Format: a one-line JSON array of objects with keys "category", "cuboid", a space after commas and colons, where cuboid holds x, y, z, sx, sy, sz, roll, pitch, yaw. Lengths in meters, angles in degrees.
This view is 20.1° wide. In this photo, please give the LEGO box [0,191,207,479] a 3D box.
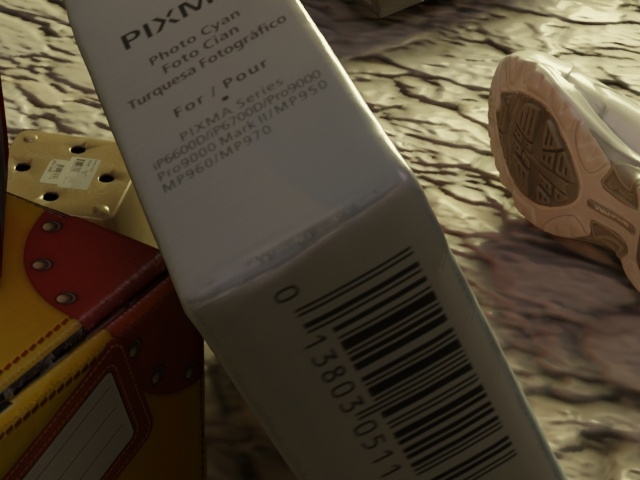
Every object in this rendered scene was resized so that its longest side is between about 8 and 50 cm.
[{"category": "LEGO box", "cuboid": [-0.335, 0.140, 0.676, 0.373, 0.193, 0.500, 21, 40, 26]}]

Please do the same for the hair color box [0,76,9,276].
[{"category": "hair color box", "cuboid": [-0.209, -0.026, 0.702, 0.167, 0.053, 0.093, -4, 36, -5]}]

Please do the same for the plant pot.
[{"category": "plant pot", "cuboid": [-0.134, 0.003, 0.962, 0.109, 0.096, 0.109, 7, 36, 9]}]

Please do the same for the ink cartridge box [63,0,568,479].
[{"category": "ink cartridge box", "cuboid": [0.000, 0.000, 0.785, 0.091, 0.308, 0.385, -28, 39, 3]}]

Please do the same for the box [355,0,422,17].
[{"category": "box", "cuboid": [0.048, -0.261, 1.361, 0.183, 0.056, 0.231, -24, 40, -26]}]

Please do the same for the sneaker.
[{"category": "sneaker", "cuboid": [0.193, -0.038, 1.056, 0.115, 0.090, 0.232, -17, 47, -34]}]
